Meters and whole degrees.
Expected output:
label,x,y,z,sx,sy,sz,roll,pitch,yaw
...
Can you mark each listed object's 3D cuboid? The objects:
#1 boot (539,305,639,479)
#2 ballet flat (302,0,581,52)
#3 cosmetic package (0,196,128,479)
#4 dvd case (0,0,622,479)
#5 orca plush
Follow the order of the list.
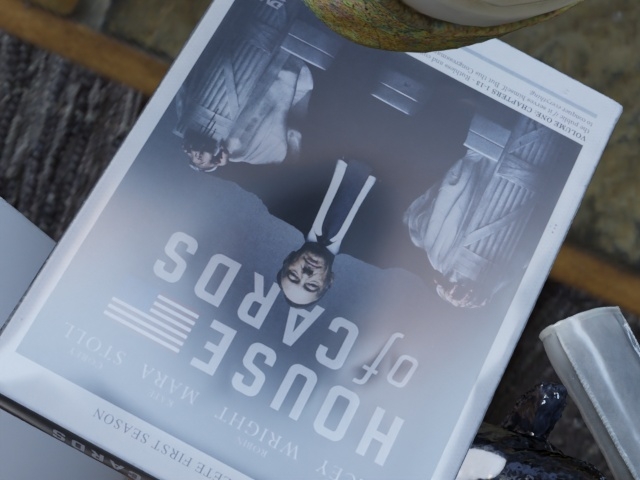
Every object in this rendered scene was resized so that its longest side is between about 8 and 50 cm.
label,x,y,z,sx,sy,sz,roll,pitch,yaw
boot,0.240,0.150,0.946,0.076,0.189,0.208,-36,69,15
ballet flat,0.059,-0.129,0.299,0.123,0.123,0.348,17,146,1
cosmetic package,-0.300,0.020,0.651,0.230,0.162,0.453,-1,151,30
dvd case,0.000,0.000,0.536,0.179,0.239,0.029,28,156,1
orca plush,0.112,0.125,0.783,0.151,0.287,0.102,23,82,-12
